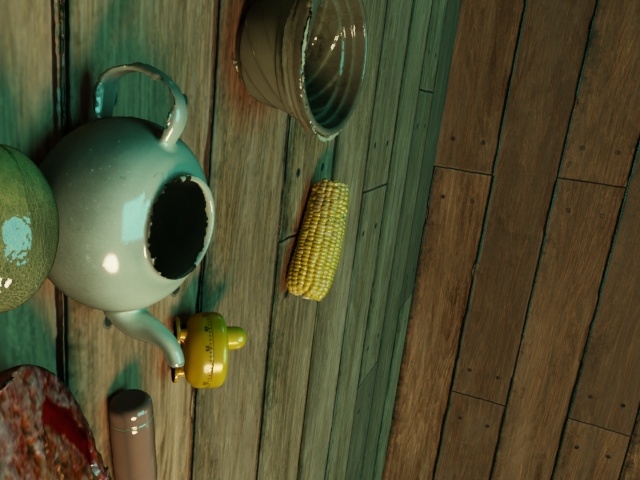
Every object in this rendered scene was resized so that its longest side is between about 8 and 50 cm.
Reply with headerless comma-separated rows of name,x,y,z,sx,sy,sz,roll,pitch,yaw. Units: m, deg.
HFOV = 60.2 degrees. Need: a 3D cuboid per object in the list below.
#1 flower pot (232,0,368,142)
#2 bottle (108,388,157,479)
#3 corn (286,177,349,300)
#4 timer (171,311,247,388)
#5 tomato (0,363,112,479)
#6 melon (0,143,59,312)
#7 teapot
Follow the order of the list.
flower pot,-0.032,-0.269,0.802,0.235,0.141,0.235,10,90,-69
bottle,-0.233,0.255,0.688,0.053,0.053,0.140,-39,138,-60
corn,0.000,0.000,1.114,0.093,0.094,0.244,37,67,-68
timer,-0.149,0.152,0.773,0.107,0.109,0.107,-179,-90,-69
tomato,-0.276,0.259,0.414,0.309,0.170,0.308,168,-90,-83
melon,-0.252,-0.008,0.420,0.098,0.098,0.130,2,92,-70
teapot,-0.183,-0.024,0.548,0.193,0.130,0.294,-28,127,-66
